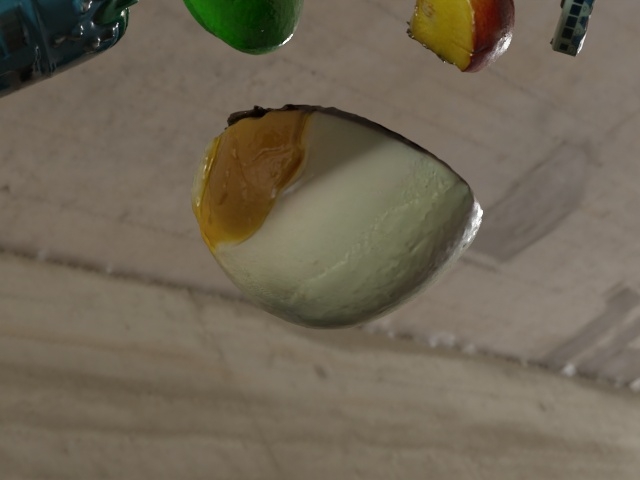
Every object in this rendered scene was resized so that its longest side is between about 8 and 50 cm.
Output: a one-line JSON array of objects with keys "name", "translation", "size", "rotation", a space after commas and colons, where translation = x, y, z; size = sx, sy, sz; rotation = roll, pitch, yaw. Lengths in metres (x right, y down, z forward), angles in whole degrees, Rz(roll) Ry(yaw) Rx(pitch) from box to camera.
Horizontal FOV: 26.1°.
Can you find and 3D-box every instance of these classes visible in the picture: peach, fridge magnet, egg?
[{"name": "peach", "translation": [0.162, -0.267, 1.556], "size": [0.118, 0.151, 0.151], "rotation": [6, -36, -6]}, {"name": "fridge magnet", "translation": [-0.097, -0.319, 1.634], "size": [0.088, 0.208, 0.208], "rotation": [-14, -14, 39]}, {"name": "egg", "translation": [0.000, 0.000, 1.575], "size": [0.201, 0.337, 0.337], "rotation": [-66, -22, -18]}]

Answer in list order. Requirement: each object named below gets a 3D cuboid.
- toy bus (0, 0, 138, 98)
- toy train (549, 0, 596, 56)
[{"name": "toy bus", "translation": [-0.319, -0.203, 1.111], "size": [0.343, 0.199, 0.183], "rotation": [-25, -24, -12]}, {"name": "toy train", "translation": [0.324, -0.324, 1.654], "size": [0.047, 0.043, 0.207], "rotation": [16, -60, 1]}]
